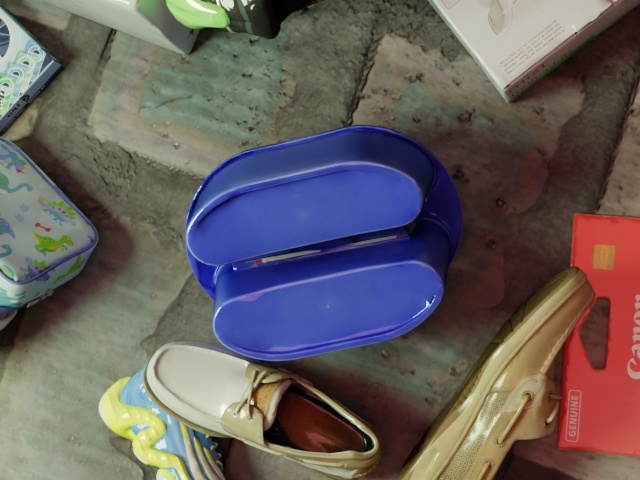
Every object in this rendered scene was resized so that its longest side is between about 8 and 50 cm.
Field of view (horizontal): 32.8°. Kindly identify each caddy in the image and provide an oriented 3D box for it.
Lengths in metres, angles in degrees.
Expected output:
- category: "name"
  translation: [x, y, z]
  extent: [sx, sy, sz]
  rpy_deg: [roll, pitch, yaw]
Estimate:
- category: "caddy"
  translation: [0.000, 0.000, 1.300]
  extent: [0.342, 0.179, 0.241]
  rpy_deg: [-12, 108, 8]

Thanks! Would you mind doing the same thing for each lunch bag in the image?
- category: "lunch bag"
  translation: [-0.400, -0.024, 1.368]
  extent: [0.219, 0.176, 0.090]
  rpy_deg: [44, 130, 7]

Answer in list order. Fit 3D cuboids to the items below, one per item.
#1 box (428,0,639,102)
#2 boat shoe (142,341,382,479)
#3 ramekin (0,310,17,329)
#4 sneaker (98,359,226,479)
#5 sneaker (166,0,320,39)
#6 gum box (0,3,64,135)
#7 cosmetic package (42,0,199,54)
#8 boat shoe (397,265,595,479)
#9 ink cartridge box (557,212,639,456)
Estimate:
- category: "box"
  translation: [0.257, -0.336, 1.291]
  extent: [0.262, 0.127, 0.231]
  rpy_deg: [-38, 82, 10]
- category: "boat shoe"
  translation: [-0.065, 0.194, 1.300]
  extent: [0.302, 0.103, 0.113]
  rpy_deg: [21, 68, -2]
- category: "ramekin"
  translation: [-0.496, 0.063, 1.363]
  extent: [0.109, 0.207, 0.207]
  rpy_deg: [-45, 81, 13]
- category: "sneaker"
  translation: [-0.161, 0.242, 1.349]
  extent: [0.240, 0.091, 0.126]
  rpy_deg: [41, 93, 10]
- category: "sneaker"
  translation: [0.034, -0.391, 1.258]
  extent: [0.202, 0.185, 0.483]
  rpy_deg: [32, 72, 32]
- category: "gum box"
  translation: [-0.462, -0.240, 1.454]
  extent: [0.184, 0.041, 0.157]
  rpy_deg: [45, 94, 8]
- category: "cosmetic package"
  translation: [-0.364, -0.401, 1.355]
  extent: [0.454, 0.230, 0.161]
  rpy_deg: [22, 90, 9]
- category: "boat shoe"
  translation: [0.226, 0.185, 1.283]
  extent: [0.110, 0.121, 0.341]
  rpy_deg: [36, 103, 5]
- category: "ink cartridge box"
  translation: [0.421, 0.117, 1.275]
  extent: [0.261, 0.066, 0.296]
  rpy_deg: [4, 87, 8]
